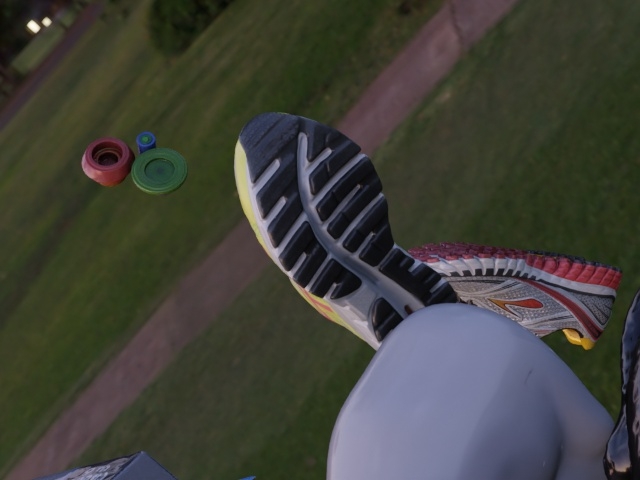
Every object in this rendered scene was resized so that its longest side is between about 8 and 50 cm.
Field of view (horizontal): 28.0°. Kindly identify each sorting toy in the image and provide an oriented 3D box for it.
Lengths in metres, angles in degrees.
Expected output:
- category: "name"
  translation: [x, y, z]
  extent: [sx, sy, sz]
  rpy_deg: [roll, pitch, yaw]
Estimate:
- category: "sorting toy"
  translation: [-0.168, -0.065, 1.186]
  extent: [0.042, 0.102, 0.061]
  rpy_deg: [92, -161, -56]

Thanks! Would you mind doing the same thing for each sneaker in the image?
- category: "sneaker"
  translation: [0.165, 0.053, 1.157]
  extent: [0.088, 0.225, 0.092]
  rpy_deg: [-154, 72, -75]
- category: "sneaker"
  translation: [0.000, 0.000, 0.791]
  extent: [0.081, 0.208, 0.094]
  rpy_deg: [-46, 38, -14]

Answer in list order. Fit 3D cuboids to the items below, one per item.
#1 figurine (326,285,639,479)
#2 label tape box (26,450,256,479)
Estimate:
- category: "figurine"
  translation: [0.047, 0.102, 0.345]
  extent: [0.215, 0.092, 0.209]
  rpy_deg: [-22, 23, 51]
- category: "label tape box"
  translation: [-0.248, 0.277, 1.139]
  extent: [0.241, 0.105, 0.334]
  rpy_deg: [-19, 13, 35]
